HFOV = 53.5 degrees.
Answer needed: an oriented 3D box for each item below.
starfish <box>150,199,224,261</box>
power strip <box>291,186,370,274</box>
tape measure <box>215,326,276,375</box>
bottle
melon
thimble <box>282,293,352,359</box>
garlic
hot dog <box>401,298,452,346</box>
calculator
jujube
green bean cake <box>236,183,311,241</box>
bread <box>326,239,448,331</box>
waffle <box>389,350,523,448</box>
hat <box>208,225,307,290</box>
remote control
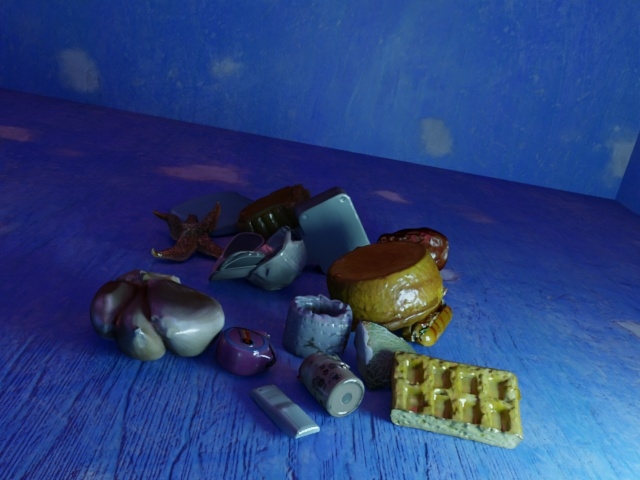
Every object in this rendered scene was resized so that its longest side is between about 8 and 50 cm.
[{"bbox_3d":[-0.363,-0.035,1.904,0.301,0.084,0.294,0,32,-19],"label":"starfish"},{"bbox_3d":[0.000,0.000,1.868,0.260,0.230,0.141,-25,26,-1],"label":"power strip"},{"bbox_3d":[-0.158,0.236,1.347,0.125,0.074,0.118,10,18,-17],"label":"tape measure"},{"bbox_3d":[0.014,0.280,1.292,0.098,0.099,0.152,-2,20,-31],"label":"bottle"},{"bbox_3d":[0.134,0.278,1.406,0.202,0.093,0.140,39,49,-6],"label":"melon"},{"bbox_3d":[-0.005,0.199,1.464,0.151,0.118,0.127,11,18,0],"label":"thimble"},{"bbox_3d":[-0.343,0.164,1.352,0.278,0.132,0.325,3,19,-19],"label":"garlic"},{"bbox_3d":[0.285,0.203,1.673,0.104,0.076,0.250,19,23,22],"label":"hot dog"},{"bbox_3d":[-0.337,-0.093,2.169,0.256,0.055,0.386,23,27,27],"label":"calculator"},{"bbox_3d":[0.292,0.029,2.033,0.236,0.168,0.168,9,19,14],"label":"jujube"},{"bbox_3d":[-0.136,-0.075,2.016,0.229,0.131,0.224,-22,17,11],"label":"green bean cake"},{"bbox_3d":[0.154,0.118,1.611,0.312,0.173,0.312,-15,17,5],"label":"bread"},{"bbox_3d":[0.275,0.322,1.305,0.273,0.057,0.168,11,38,0],"label":"waffle"},{"bbox_3d":[-0.169,0.064,1.712,0.274,0.161,0.232,-14,11,-2],"label":"hat"},{"bbox_3d":[-0.070,0.324,1.219,0.061,0.029,0.162,-4,24,-39],"label":"remote control"}]
